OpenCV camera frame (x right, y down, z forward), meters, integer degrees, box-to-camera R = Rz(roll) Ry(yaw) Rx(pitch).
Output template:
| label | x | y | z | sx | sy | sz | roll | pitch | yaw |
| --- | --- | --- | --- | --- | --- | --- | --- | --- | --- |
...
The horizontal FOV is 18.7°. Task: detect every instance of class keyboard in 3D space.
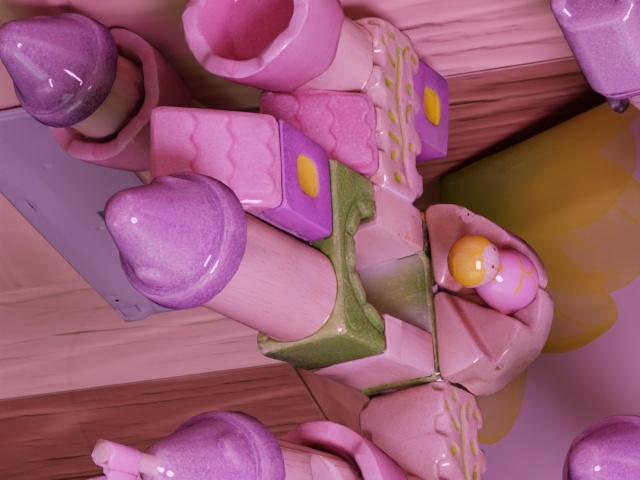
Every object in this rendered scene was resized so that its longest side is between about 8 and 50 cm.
| label | x | y | z | sx | sy | sz | roll | pitch | yaw |
| --- | --- | --- | --- | --- | --- | --- | --- | --- | --- |
| keyboard | -0.122 | -0.012 | 1.092 | 0.072 | 0.014 | 0.256 | -14 | 152 | 11 |

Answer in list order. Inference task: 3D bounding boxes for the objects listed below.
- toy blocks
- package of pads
| label | x | y | z | sx | sy | sz | roll | pitch | yaw |
| --- | --- | --- | --- | --- | --- | --- | --- | --- | --- |
| toy blocks | 0.000 | 0.000 | 0.813 | 0.309 | 0.289 | 0.260 | -13 | 157 | 27 |
| package of pads | 0.182 | 0.040 | 0.949 | 0.101 | 0.229 | 0.296 | 15 | 155 | -33 |
